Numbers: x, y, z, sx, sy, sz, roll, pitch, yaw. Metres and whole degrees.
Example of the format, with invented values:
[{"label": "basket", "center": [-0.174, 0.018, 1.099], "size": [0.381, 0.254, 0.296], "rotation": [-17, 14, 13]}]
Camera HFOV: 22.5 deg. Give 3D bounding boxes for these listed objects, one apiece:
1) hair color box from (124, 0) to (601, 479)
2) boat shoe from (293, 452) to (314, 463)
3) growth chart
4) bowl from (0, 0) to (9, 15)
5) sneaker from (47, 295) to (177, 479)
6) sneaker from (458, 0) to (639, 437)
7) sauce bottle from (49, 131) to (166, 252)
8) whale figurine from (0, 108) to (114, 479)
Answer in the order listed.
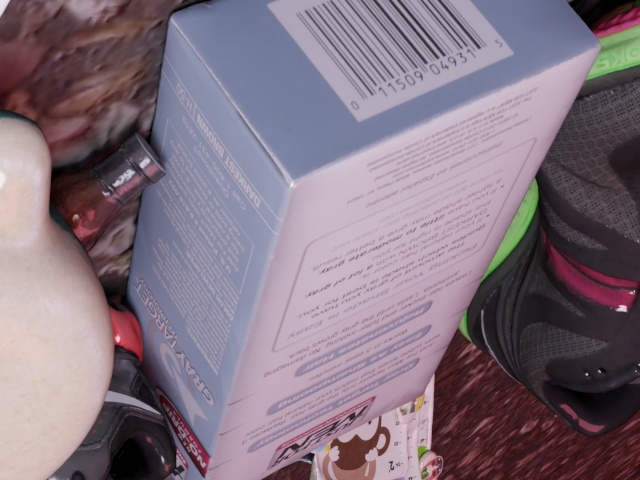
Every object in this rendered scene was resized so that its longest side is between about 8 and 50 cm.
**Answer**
[{"label": "hair color box", "center": [0.000, 0.000, 0.900], "size": [0.185, 0.113, 0.374], "rotation": [-25, 156, -25]}, {"label": "boat shoe", "center": [-0.003, 0.142, 1.234], "size": [0.227, 0.081, 0.079], "rotation": [-6, 144, -52]}, {"label": "growth chart", "center": [0.043, 0.125, 1.197], "size": [0.172, 0.021, 0.237], "rotation": [-24, 121, -44]}, {"label": "bowl", "center": [-0.214, -0.096, 0.344], "size": [0.298, 0.134, 0.298], "rotation": [-31, 159, -13]}, {"label": "sneaker", "center": [-0.181, 0.109, 0.825], "size": [0.276, 0.135, 0.097], "rotation": [-8, 148, -48]}, {"label": "sneaker", "center": [0.221, -0.012, 1.085], "size": [0.185, 0.202, 0.483], "rotation": [-30, 158, -16]}, {"label": "sauce bottle", "center": [-0.132, -0.004, 0.786], "size": [0.128, 0.042, 0.042], "rotation": [-35, 159, 4]}, {"label": "whale figurine", "center": [-0.203, 0.008, 0.630], "size": [0.216, 0.141, 0.272], "rotation": [-38, 134, 4]}]
